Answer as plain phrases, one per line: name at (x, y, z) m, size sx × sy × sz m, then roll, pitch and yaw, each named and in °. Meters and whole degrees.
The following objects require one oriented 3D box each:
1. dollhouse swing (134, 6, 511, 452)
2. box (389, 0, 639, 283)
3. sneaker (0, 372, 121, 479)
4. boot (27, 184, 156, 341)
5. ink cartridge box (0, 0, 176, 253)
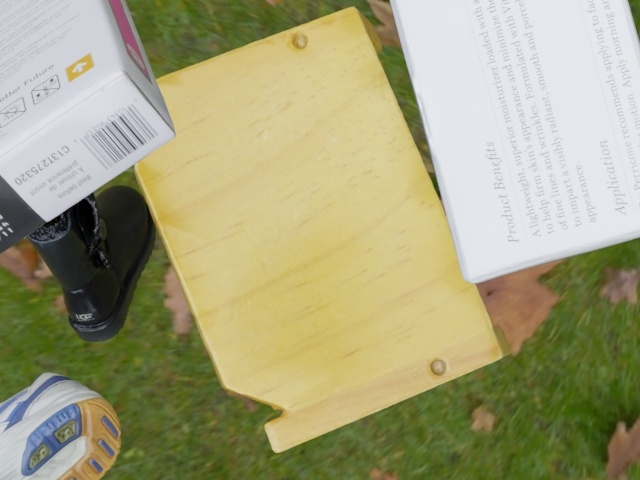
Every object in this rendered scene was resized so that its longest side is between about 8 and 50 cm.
dollhouse swing at (0.000, 0.000, 1.443) m, size 0.315 × 0.305 × 0.347 m, roll -22°, pitch 84°, yaw -11°
box at (0.117, -0.080, 0.820) m, size 0.119 × 0.182 × 0.181 m, roll -15°, pitch 89°, yaw 8°
sneaker at (-0.334, 0.238, 1.408) m, size 0.296 × 0.131 × 0.112 m, roll -32°, pitch 122°, yaw -21°
boot at (-0.274, -0.031, 1.754) m, size 0.094 × 0.207 × 0.246 m, roll -3°, pitch 46°, yaw 11°
ink cartridge box at (-0.215, -0.131, 0.966) m, size 0.175 × 0.069 × 0.371 m, roll -33°, pitch 40°, yaw 6°
